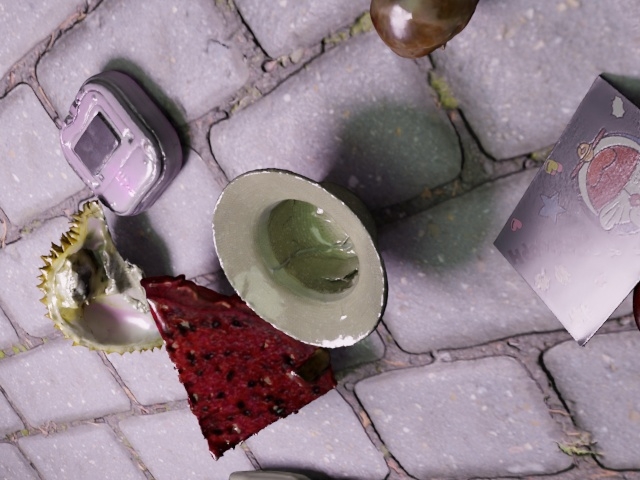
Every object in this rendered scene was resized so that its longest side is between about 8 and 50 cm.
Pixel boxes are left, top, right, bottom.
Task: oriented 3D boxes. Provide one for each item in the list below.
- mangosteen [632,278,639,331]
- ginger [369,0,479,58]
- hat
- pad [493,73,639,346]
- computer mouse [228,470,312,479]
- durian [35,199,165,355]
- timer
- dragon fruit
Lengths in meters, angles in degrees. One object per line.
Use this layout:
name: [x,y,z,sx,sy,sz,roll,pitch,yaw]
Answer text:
mangosteen: [0.380,0.074,0.724,0.140,0.140,0.140,18,127,25]
ginger: [0.007,-0.351,0.690,0.375,0.176,0.256,36,148,11]
hat: [0.000,0.000,0.947,0.257,0.130,0.257,18,127,26]
pad: [0.284,-0.023,0.765,0.170,0.006,0.245,56,141,32]
computer mouse: [0.003,0.520,1.283,0.429,0.145,0.228,12,133,43]
durian: [-0.365,0.076,1.219,0.167,0.172,0.306,4,126,28]
timer: [-0.310,-0.142,1.118,0.190,0.069,0.208,50,135,1]
dragon fruit: [-0.148,0.176,1.097,0.302,0.240,0.330,-31,106,24]
